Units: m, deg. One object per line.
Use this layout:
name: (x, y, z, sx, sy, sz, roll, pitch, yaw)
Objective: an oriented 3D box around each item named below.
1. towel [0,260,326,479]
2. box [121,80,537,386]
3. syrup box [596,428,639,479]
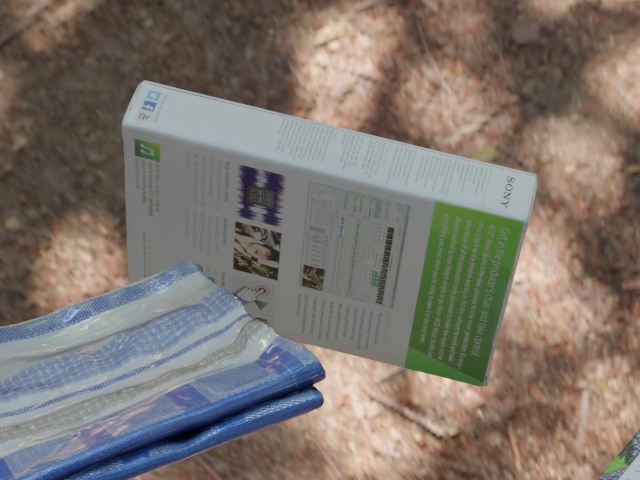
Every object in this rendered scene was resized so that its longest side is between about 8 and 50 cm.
towel: (-0.129, 0.081, 1.047, 0.209, 0.285, 0.034, -20, 106, -14)
box: (0.000, 0.000, 1.422, 0.322, 0.232, 0.058, 15, 52, 6)
syrup box: (0.305, 0.184, 1.382, 0.096, 0.093, 0.237, 19, 52, 38)
